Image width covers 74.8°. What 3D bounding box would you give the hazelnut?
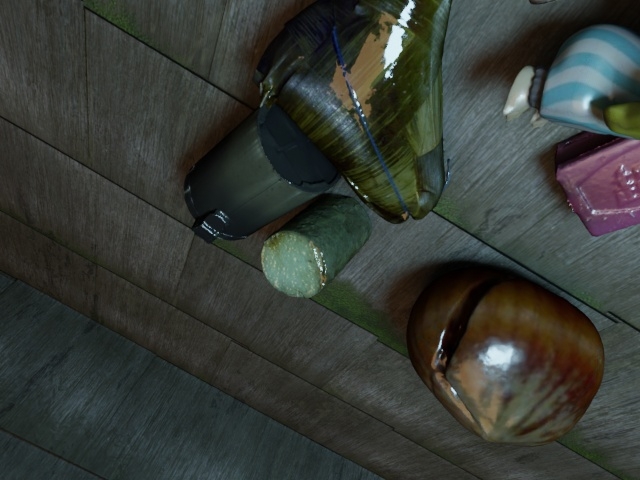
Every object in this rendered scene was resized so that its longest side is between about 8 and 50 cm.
[{"bbox_3d":[0.392,0.242,0.914,0.409,0.359,0.359,21,137,-7],"label":"hazelnut"}]

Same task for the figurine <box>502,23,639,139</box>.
[{"bbox_3d":[0.455,-0.278,0.449,0.361,0.266,0.378,30,111,42],"label":"figurine"}]

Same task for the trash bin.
[{"bbox_3d":[-0.123,-0.135,0.854,0.203,0.252,0.301,44,139,-21],"label":"trash bin"}]

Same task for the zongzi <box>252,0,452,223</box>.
[{"bbox_3d":[0.161,-0.246,0.641,0.432,0.208,0.403,-28,114,38],"label":"zongzi"}]

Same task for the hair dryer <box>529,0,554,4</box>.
[{"bbox_3d":[0.384,-0.436,0.449,0.344,0.107,0.189,-19,119,26],"label":"hair dryer"}]

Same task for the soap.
[{"bbox_3d":[0.521,-0.129,0.660,0.250,0.099,0.162,-29,107,41],"label":"soap"}]

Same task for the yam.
[{"bbox_3d":[0.000,0.000,0.920,0.161,0.268,0.161,15,123,24],"label":"yam"}]
